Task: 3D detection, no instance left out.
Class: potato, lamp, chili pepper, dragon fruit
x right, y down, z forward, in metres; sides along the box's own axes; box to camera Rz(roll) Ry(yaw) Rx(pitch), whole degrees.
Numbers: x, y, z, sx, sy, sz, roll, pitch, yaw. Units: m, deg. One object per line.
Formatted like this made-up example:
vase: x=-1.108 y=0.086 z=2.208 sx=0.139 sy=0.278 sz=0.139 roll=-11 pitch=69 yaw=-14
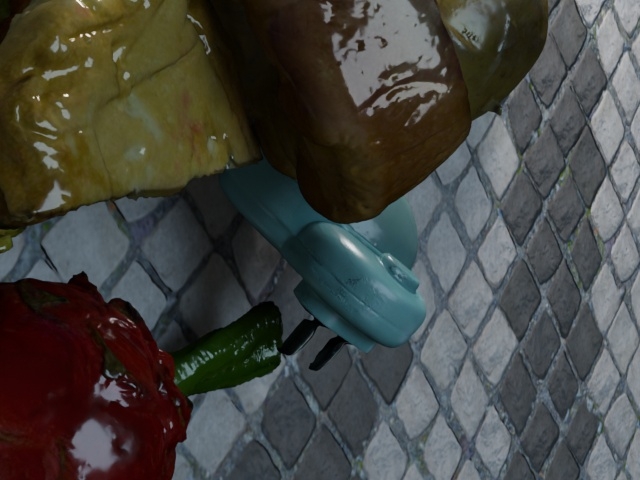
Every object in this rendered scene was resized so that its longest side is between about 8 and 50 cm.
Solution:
potato: x=0.190 y=-0.251 z=1.848 sx=0.299 sy=0.116 sz=0.239 roll=-48 pitch=131 yaw=-40
lamp: x=0.009 y=-0.008 z=1.496 sx=0.209 sy=0.147 sz=0.284 roll=34 pitch=29 yaw=-38
chili pepper: x=-0.167 y=0.145 z=1.403 sx=0.359 sy=0.076 sz=0.085 roll=-27 pitch=139 yaw=-42
dragon fruit: x=-0.221 y=0.142 z=1.177 sx=0.241 sy=0.252 sz=0.241 roll=178 pitch=-90 yaw=-82

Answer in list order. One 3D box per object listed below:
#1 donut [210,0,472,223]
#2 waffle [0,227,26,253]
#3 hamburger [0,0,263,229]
donut: x=-0.003 y=-0.174 z=1.301 sx=0.150 sy=0.299 sz=0.317 roll=-25 pitch=134 yaw=-7
waffle: x=-0.315 y=-0.095 z=1.206 sx=0.329 sy=0.062 sz=0.329 roll=5 pitch=84 yaw=-57
hamburger: x=-0.177 y=-0.129 z=1.216 sx=0.330 sy=0.162 sz=0.209 roll=-20 pitch=102 yaw=-56
